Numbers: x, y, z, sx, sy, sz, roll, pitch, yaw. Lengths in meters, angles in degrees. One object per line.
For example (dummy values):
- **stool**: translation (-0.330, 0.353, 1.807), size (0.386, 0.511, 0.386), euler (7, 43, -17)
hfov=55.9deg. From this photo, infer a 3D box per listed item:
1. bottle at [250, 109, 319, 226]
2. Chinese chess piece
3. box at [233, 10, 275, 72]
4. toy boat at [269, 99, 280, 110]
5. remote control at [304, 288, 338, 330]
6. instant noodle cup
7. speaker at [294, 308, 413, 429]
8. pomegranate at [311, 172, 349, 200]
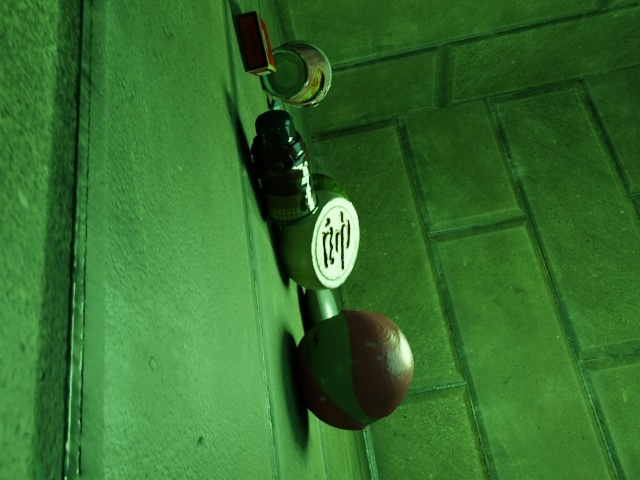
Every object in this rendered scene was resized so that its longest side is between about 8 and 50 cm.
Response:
- **bottle**: translation (-0.089, -0.167, 1.394), size (0.156, 0.143, 0.271), euler (45, -25, 46)
- **Chinese chess piece**: translation (0.000, 0.000, 1.628), size (0.270, 0.112, 0.270), euler (-17, 111, -56)
- **box**: translation (-0.182, -0.552, 1.710), size (0.240, 0.074, 0.153), euler (-89, 171, -77)
- **toy boat**: translation (-0.156, -0.412, 2.047), size (0.105, 0.034, 0.149), euler (74, 17, -79)
- **remote control**: translation (0.015, 0.279, 1.871), size (0.221, 0.103, 0.332), euler (123, -44, -87)
- **instant noodle cup**: translation (-0.096, -0.562, 2.035), size (0.255, 0.244, 0.244), euler (-56, 135, -72)
- **speaker**: translation (0.084, 0.304, 1.466), size (0.294, 0.294, 0.294), euler (-11, 90, -86)
- **pomegranate**: translation (-0.013, -0.085, 1.866), size (0.248, 0.214, 0.214), euler (97, -16, -72)
